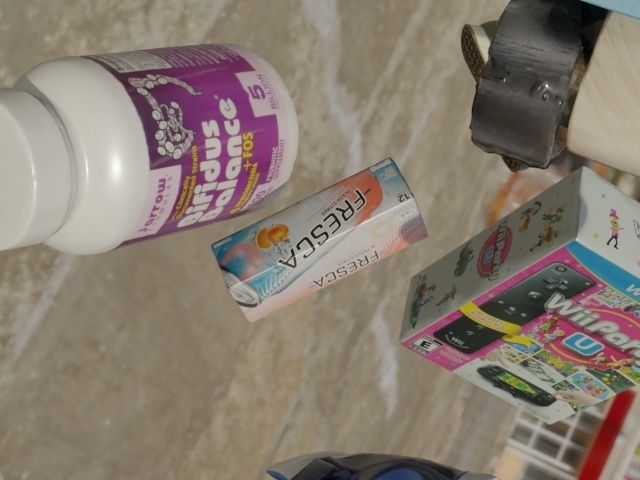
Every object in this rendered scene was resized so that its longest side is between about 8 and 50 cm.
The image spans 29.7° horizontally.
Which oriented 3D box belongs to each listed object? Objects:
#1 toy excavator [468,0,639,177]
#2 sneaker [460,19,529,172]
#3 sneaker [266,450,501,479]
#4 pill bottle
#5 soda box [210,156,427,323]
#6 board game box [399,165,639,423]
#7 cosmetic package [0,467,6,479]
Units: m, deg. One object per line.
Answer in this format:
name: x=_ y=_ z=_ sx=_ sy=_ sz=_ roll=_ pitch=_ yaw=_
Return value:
toy excavator: x=0.245 y=-0.222 z=0.641 sx=0.433 sy=0.222 sz=0.445 roll=-23 pitch=131 yaw=-61
sneaker: x=0.234 y=-0.177 z=1.408 sx=0.064 sy=0.086 sz=0.192 roll=111 pitch=-36 yaw=-67
sneaker: x=0.014 y=0.283 z=1.117 sx=0.323 sy=0.236 sz=0.130 roll=-17 pitch=105 yaw=-60
pill bottle: x=-0.170 y=-0.080 z=1.052 sx=0.301 sy=0.169 sz=0.169 roll=-18 pitch=133 yaw=-50
soda box: x=0.000 y=0.000 z=1.077 sx=0.183 sy=0.058 sz=0.063 roll=-27 pitch=141 yaw=0
board game box: x=0.261 y=0.071 z=1.295 sx=0.303 sy=0.224 sz=0.097 roll=-40 pitch=-152 yaw=49
cosmetic package: x=-0.248 y=0.247 z=0.732 sx=0.129 sy=0.296 sz=0.153 roll=-23 pitch=-179 yaw=21
